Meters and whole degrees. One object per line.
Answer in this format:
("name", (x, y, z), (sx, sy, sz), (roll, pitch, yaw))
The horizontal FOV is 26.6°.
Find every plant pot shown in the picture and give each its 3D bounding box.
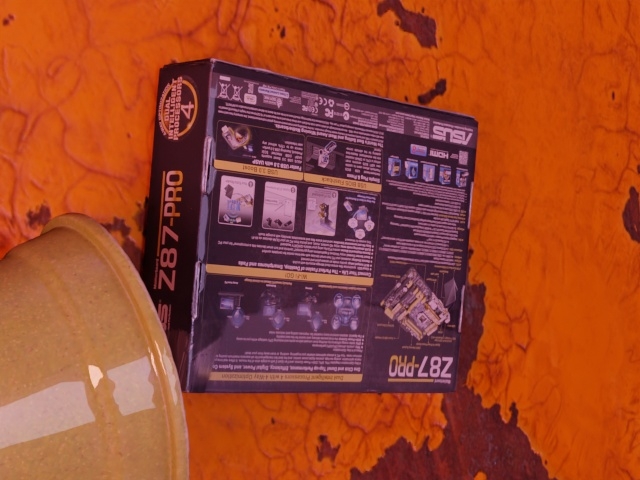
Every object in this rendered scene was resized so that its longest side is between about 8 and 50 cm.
("plant pot", (-0.279, 0.140, 1.064), (0.253, 0.276, 0.276), (-16, 103, -30))

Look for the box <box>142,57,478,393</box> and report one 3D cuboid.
("box", (0.000, 0.000, 1.414), (0.395, 0.097, 0.318), (5, 86, -44))
